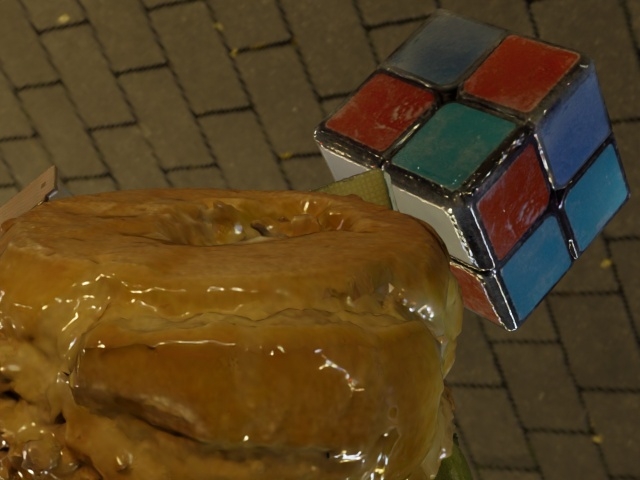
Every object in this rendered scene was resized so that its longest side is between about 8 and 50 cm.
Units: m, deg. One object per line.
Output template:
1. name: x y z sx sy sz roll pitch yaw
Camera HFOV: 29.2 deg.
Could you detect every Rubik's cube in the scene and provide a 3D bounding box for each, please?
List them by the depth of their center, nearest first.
1. Rubik's cube: 0.232 -0.110 1.837 0.313 0.318 0.316 29 158 41

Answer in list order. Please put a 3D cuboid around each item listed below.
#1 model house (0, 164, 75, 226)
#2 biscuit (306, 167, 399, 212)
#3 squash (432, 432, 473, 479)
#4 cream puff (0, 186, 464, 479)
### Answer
1. model house: -0.284 0.064 1.380 0.326 0.169 0.244 53 180 39
2. biscuit: 0.000 0.000 1.438 0.199 0.040 0.121 -16 82 19
3. squash: 0.102 0.206 0.939 0.052 0.183 0.052 -4 127 -6
4. cream puff: -0.056 0.096 0.748 0.343 0.327 0.231 26 115 59
